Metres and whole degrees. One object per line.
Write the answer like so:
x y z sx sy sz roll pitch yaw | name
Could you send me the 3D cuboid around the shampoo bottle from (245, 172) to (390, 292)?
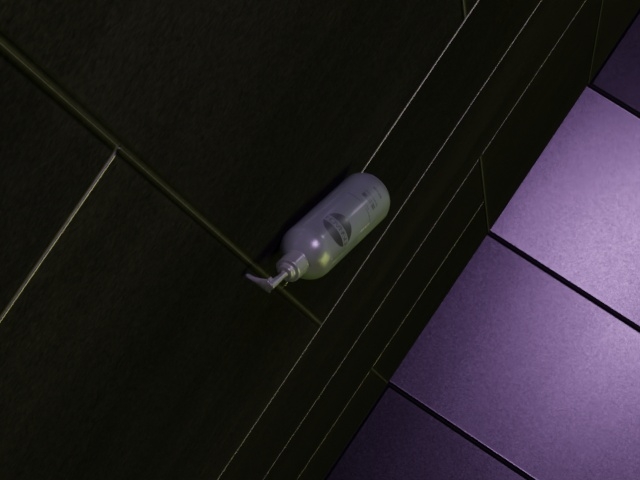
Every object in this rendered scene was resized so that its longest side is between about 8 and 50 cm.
0.000 0.000 1.478 0.195 0.056 0.056 -45 164 -50 | shampoo bottle
